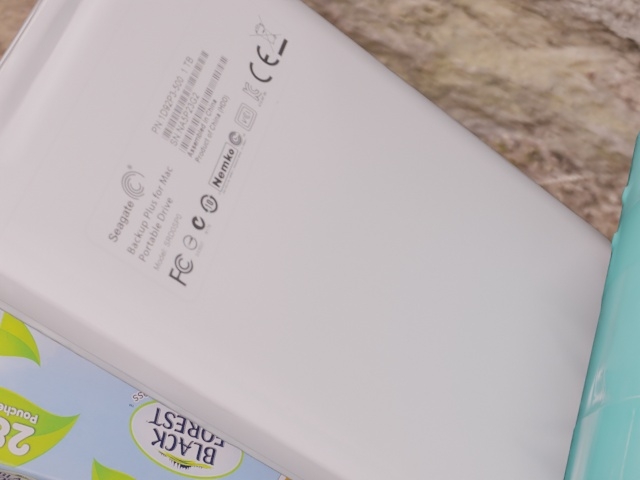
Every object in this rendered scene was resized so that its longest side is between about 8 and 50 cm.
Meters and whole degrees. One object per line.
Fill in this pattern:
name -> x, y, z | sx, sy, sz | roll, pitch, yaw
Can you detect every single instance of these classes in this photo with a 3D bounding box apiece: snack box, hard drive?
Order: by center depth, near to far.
hard drive -> 0.000, 0.000, 0.507 | 0.308, 0.040, 0.203 | 35, 52, -21
snack box -> -0.062, 0.031, 0.519 | 0.175, 0.070, 0.207 | 24, 58, -26

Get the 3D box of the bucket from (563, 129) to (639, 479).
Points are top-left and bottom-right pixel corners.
bucket -> 0.233, 0.068, 0.459 | 0.281, 0.281, 0.183 | 19, 70, 5
